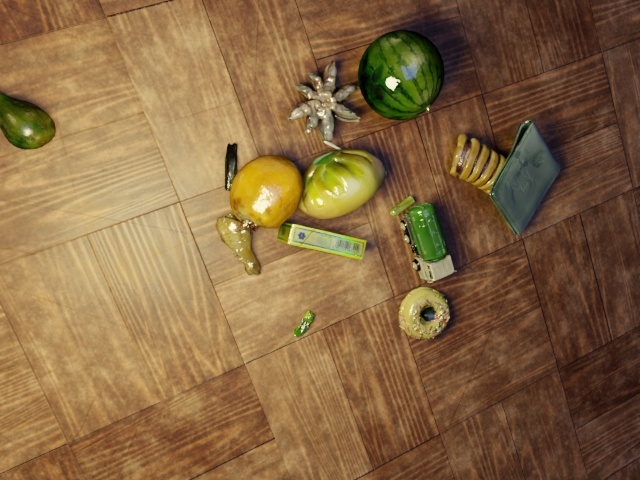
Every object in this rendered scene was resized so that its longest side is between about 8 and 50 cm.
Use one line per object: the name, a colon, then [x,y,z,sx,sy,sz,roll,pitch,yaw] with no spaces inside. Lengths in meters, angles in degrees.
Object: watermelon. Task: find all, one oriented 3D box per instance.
watermelon: [0.225,-0.458,1.427,0.243,0.242,0.242,-1,95,-17]

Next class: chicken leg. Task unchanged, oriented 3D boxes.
chicken leg: [-0.217,0.016,1.419,0.085,0.069,0.197,-28,109,-12]

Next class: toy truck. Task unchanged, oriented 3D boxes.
toy truck: [0.328,0.002,1.555,0.101,0.125,0.242,-22,102,-15]

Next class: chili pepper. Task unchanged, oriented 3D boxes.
chili pepper: [-0.048,0.247,1.511,0.030,0.034,0.091,35,84,17]

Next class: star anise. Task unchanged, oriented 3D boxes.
star anise: [0.007,-0.380,1.439,0.237,0.093,0.229,-17,100,-20]

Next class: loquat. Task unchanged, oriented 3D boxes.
loquat: [-0.146,-0.126,1.362,0.176,0.187,0.234,41,74,-27]

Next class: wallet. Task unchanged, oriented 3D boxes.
wallet: [0.644,-0.195,1.624,0.251,0.054,0.290,41,78,-37]

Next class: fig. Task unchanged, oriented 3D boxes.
fig: [-0.723,-0.292,1.220,0.178,0.117,0.117,38,83,0]

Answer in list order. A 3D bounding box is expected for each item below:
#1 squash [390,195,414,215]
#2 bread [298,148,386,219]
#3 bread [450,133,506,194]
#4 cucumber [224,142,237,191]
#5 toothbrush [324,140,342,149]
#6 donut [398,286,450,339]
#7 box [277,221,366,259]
squash: [0.249,-0.103,1.571,0.083,0.027,0.027,-37,104,-12]
bread: [0.063,-0.160,1.427,0.261,0.156,0.158,-38,120,-13]
bread: [0.506,-0.235,1.611,0.225,0.081,0.134,24,88,-21]
cucumber: [-0.246,-0.201,1.406,0.033,0.034,0.134,3,94,-13]
toothbrush: [0.069,-0.262,1.477,0.162,0.014,0.017,17,98,-43]
donut: [0.329,0.231,1.603,0.175,0.068,0.174,-1,94,-17]
box: [0.000,-0.001,1.444,0.220,0.141,0.064,14,91,-19]
